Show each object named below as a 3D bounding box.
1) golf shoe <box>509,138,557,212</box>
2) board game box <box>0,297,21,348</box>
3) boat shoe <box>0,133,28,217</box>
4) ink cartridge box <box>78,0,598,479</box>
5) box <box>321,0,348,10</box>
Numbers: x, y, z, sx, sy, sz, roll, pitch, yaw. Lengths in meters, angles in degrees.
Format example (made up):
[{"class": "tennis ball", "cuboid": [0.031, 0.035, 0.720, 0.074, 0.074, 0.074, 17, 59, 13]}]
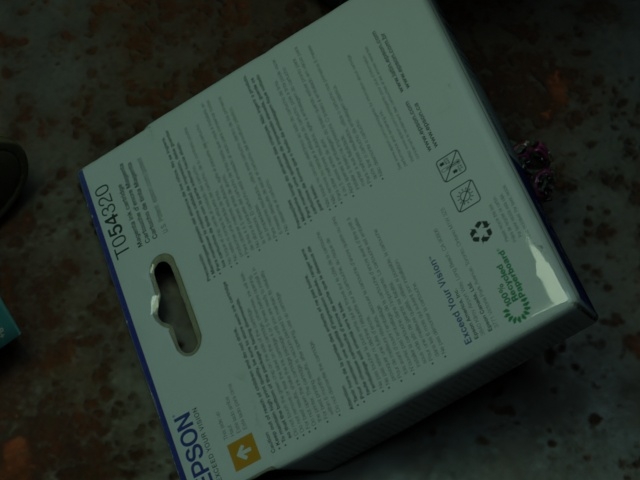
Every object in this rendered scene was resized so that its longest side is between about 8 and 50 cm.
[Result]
[{"class": "golf shoe", "cuboid": [0.120, 0.004, 1.238, 0.086, 0.067, 0.186, 5, 63, 48]}, {"class": "board game box", "cuboid": [-0.414, 0.059, 1.091, 0.336, 0.253, 0.079, -36, 39, -17]}, {"class": "boat shoe", "cuboid": [-0.380, -0.013, 1.217, 0.307, 0.110, 0.104, -33, 50, -23]}, {"class": "ink cartridge box", "cuboid": [0.000, 0.000, 1.203, 0.330, 0.071, 0.324, -30, 61, 16]}, {"class": "box", "cuboid": [-0.014, -0.488, 1.219, 0.472, 0.480, 0.297, 39, 69, 7]}]
